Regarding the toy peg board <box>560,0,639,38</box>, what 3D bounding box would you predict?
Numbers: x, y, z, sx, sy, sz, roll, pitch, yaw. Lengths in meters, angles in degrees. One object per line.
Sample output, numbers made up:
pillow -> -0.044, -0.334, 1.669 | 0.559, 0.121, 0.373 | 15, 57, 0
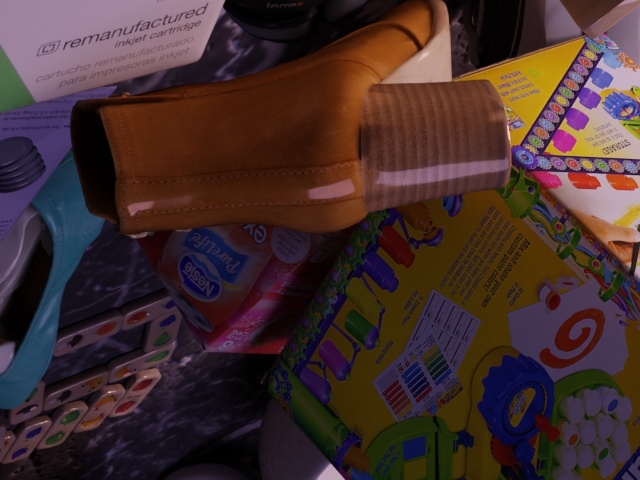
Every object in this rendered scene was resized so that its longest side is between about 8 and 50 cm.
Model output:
toy peg board -> 0.170, -0.233, 1.146 | 0.161, 0.161, 0.079 | -38, 141, 13

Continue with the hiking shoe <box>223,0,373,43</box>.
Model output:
hiking shoe -> 0.053, -0.218, 1.062 | 0.304, 0.113, 0.132 | -38, 158, 13

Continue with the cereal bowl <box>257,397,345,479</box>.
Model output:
cereal bowl -> 0.083, 0.124, 1.770 | 0.339, 0.141, 0.339 | -27, 158, -12

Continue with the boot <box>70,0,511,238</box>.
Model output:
boot -> -0.028, -0.068, 1.058 | 0.211, 0.104, 0.295 | -4, -166, -6

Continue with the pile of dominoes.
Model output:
pile of dominoes -> -0.217, 0.138, 1.541 | 0.251, 0.040, 0.196 | -22, 155, -23

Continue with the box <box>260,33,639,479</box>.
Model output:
box -> 0.157, 0.075, 1.266 | 0.177, 0.279, 0.290 | -21, 151, -45

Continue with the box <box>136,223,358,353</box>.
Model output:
box -> 0.000, 0.000, 1.429 | 0.128, 0.122, 0.257 | -44, 156, 22

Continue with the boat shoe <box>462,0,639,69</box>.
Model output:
boat shoe -> 0.149, -0.151, 1.344 | 0.113, 0.105, 0.306 | -24, 150, -11

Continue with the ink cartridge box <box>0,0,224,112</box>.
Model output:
ink cartridge box -> -0.126, -0.190, 0.873 | 0.211, 0.121, 0.289 | -19, 154, -32

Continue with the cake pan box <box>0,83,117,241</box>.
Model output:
cake pan box -> -0.278, -0.027, 1.087 | 0.267, 0.070, 0.246 | -6, 144, -47

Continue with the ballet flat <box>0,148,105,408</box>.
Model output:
ballet flat -> -0.208, 0.029, 1.268 | 0.087, 0.083, 0.247 | -27, 154, -45

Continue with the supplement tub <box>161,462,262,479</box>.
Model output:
supplement tub -> -0.074, 0.292, 1.906 | 0.144, 0.144, 0.199 | -38, 157, 14
